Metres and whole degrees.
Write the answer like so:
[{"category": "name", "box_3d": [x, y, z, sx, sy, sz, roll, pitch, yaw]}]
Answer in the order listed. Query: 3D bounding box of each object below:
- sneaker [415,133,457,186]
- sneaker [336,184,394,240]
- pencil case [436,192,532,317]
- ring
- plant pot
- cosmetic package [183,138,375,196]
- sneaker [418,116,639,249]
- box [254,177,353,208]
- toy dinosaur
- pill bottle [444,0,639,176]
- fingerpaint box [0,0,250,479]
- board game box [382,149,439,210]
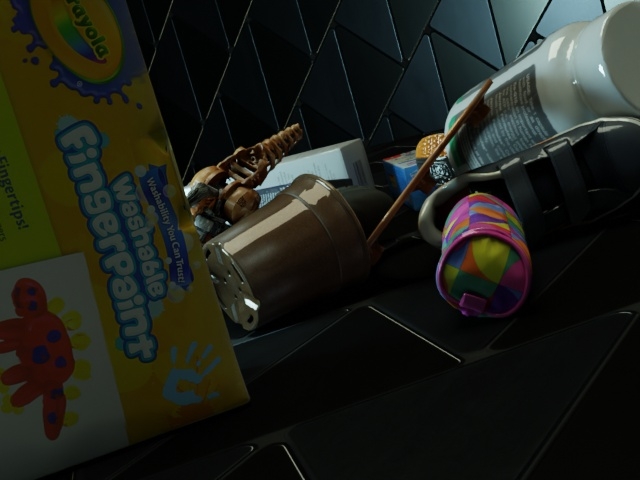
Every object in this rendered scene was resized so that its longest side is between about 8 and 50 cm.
[{"category": "sneaker", "box_3d": [0.299, -0.137, 1.692, 0.262, 0.099, 0.121, 10, 12, 29]}, {"category": "sneaker", "box_3d": [0.000, 0.000, 1.486, 0.286, 0.109, 0.130, -23, 22, -18]}, {"category": "pencil case", "box_3d": [0.177, 0.015, 1.035, 0.104, 0.104, 0.236, -14, 7, 12]}, {"category": "ring", "box_3d": [0.143, -0.080, 1.327, 0.336, 0.032, 0.336, -53, -2, -2]}, {"category": "plant pot", "box_3d": [-0.051, 0.024, 1.219, 0.165, 0.167, 0.167, -30, 14, -27]}, {"category": "cosmetic package", "box_3d": [-0.088, -0.090, 1.960, 0.365, 0.155, 0.197, -14, 8, 19]}, {"category": "sneaker", "box_3d": [0.274, -0.058, 1.219, 0.321, 0.126, 0.127, -24, 0, 26]}, {"category": "box", "box_3d": [-0.058, -0.040, 1.668, 0.207, 0.108, 0.153, -8, 0, 42]}, {"category": "toy dinosaur", "box_3d": [-0.128, -0.028, 1.300, 0.322, 0.164, 0.218, -30, -26, -11]}, {"category": "pill bottle", "box_3d": [0.354, -0.190, 1.385, 0.204, 0.204, 0.361, -21, -4, -27]}, {"category": "fingerpaint box", "box_3d": [-0.312, -0.007, 0.895, 0.371, 0.445, 0.163, -19, 8, -13]}, {"category": "board game box", "box_3d": [0.296, -0.155, 1.900, 0.302, 0.086, 0.308, -17, 9, -2]}]
